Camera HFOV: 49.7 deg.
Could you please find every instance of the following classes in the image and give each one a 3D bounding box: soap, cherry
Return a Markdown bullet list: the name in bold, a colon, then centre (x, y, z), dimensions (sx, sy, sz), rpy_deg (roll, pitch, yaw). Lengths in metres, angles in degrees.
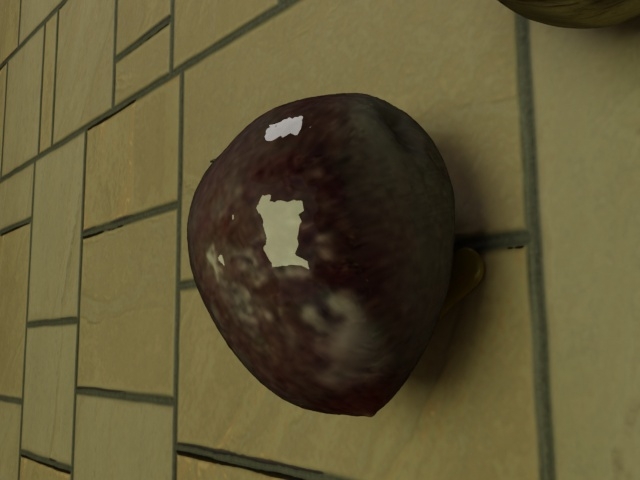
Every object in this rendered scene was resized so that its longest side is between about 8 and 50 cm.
- **soap**: centre (0.093, 0.040, 0.531), dimensions (0.089, 0.012, 0.034), rpy_deg (-52, 47, 31)
- **cherry**: centre (0.000, 0.000, 0.516), dimensions (0.213, 0.183, 0.266), rpy_deg (-49, 52, 46)

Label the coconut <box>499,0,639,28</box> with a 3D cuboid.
- **coconut**: centre (0.136, -0.219, 0.374), dimensions (0.224, 0.224, 0.224), rpy_deg (-9, 78, 49)
